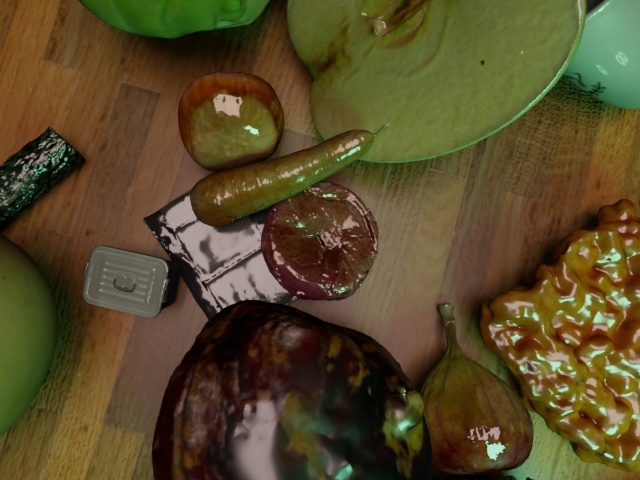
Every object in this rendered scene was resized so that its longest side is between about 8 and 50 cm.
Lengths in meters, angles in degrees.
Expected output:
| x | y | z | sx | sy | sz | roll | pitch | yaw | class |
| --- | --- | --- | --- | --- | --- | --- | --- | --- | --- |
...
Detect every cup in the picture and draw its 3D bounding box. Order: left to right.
| x | y | z | sx | sy | sz | roll | pitch | yaw | class |
| --- | --- | --- | --- | --- | --- | --- | --- | --- | --- |
| 0.408 | -0.328 | 0.701 | 0.234 | 0.258 | 0.186 | 25 | 123 | -31 | cup |

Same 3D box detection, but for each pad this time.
| x | y | z | sx | sy | sz | roll | pitch | yaw | class |
| --- | --- | --- | --- | --- | --- | --- | --- | --- | --- |
| -0.135 | 0.016 | 0.721 | 0.174 | 0.022 | 0.233 | -35 | 87 | -4 | pad |

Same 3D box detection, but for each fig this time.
| x | y | z | sx | sy | sz | roll | pitch | yaw | class |
| --- | --- | --- | --- | --- | --- | --- | --- | --- | --- |
| 0.194 | 0.220 | 0.683 | 0.160 | 0.231 | 0.143 | -2 | 129 | -22 | fig |

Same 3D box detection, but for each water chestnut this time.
| x | y | z | sx | sy | sz | roll | pitch | yaw | class |
| --- | --- | --- | --- | --- | --- | --- | --- | --- | --- |
| -0.053 | 0.240 | 0.586 | 0.347 | 0.335 | 0.335 | -25 | 86 | 40 | water chestnut |

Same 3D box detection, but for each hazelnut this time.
| x | y | z | sx | sy | sz | roll | pitch | yaw | class |
| --- | --- | --- | --- | --- | --- | --- | --- | --- | --- |
| -0.129 | -0.175 | 0.690 | 0.150 | 0.150 | 0.150 | 0 | 85 | -3 | hazelnut |

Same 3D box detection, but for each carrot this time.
| x | y | z | sx | sy | sz | roll | pitch | yaw | class |
| --- | --- | --- | --- | --- | --- | --- | --- | --- | --- |
| -0.041 | -0.093 | 0.654 | 0.298 | 0.078 | 0.078 | -20 | 87 | 13 | carrot |

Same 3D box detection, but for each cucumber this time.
| x | y | z | sx | sy | sz | roll | pitch | yaw | class |
| --- | --- | --- | --- | --- | --- | --- | --- | --- | --- |
| -0.475 | -0.048 | 0.686 | 0.293 | 0.067 | 0.067 | -41 | 89 | -5 | cucumber |

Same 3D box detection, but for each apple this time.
| x | y | z | sx | sy | sz | roll | pitch | yaw | class |
| --- | --- | --- | --- | --- | --- | --- | --- | --- | --- |
| 0.118 | -0.294 | 0.611 | 0.312 | 0.360 | 0.320 | 37 | 51 | -29 | apple |

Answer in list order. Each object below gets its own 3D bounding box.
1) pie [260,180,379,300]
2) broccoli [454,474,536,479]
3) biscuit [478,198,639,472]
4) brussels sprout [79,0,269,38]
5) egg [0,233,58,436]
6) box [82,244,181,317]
| x | y | z | sx | sy | sz | roll | pitch | yaw | class |
| --- | --- | --- | --- | --- | --- | --- | --- | --- | --- |
| 0.000 | 0.000 | 0.703 | 0.182 | 0.049 | 0.182 | 3 | 78 | -15 | pie |
| 0.202 | 0.442 | 0.578 | 0.304 | 0.283 | 0.321 | -4 | 106 | -5 | broccoli |
| 0.420 | 0.141 | 0.697 | 0.312 | 0.110 | 0.318 | -38 | 88 | -6 | biscuit |
| -0.194 | -0.481 | 0.596 | 0.361 | 0.342 | 0.425 | 17 | 68 | 8 | brussels sprout |
| -0.496 | 0.137 | 0.550 | 0.374 | 0.301 | 0.301 | -38 | 88 | -4 | egg |
| -0.260 | 0.055 | 0.677 | 0.122 | 0.069 | 0.084 | 13 | 92 | 6 | box |
